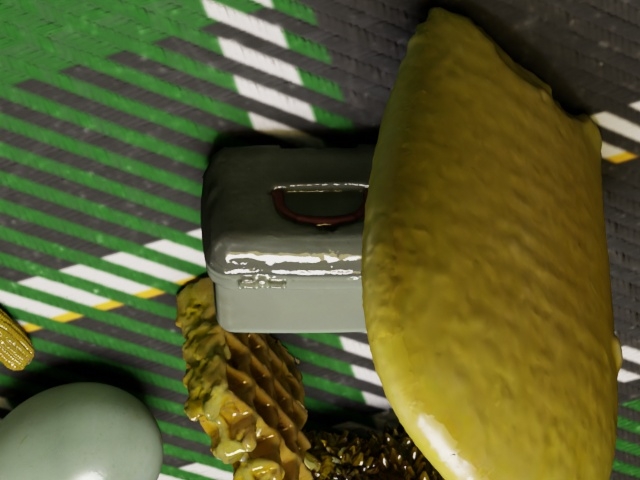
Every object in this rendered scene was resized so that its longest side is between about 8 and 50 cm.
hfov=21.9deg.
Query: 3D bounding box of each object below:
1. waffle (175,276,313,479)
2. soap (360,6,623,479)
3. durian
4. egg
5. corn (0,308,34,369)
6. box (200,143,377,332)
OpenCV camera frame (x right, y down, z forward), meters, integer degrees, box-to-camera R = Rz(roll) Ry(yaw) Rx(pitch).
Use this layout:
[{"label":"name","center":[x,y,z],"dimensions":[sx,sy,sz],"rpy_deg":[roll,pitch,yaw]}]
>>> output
[{"label":"waffle","center":[-0.068,0.151,1.527],"dimensions":[0.055,0.211,0.160],"rpy_deg":[-28,128,16]},{"label":"soap","center":[0.142,0.034,1.328],"dimensions":[0.115,0.427,0.306],"rpy_deg":[-21,131,30]},{"label":"durian","center":[0.072,0.305,1.674],"dimensions":[0.293,0.258,0.258],"rpy_deg":[14,129,1]},{"label":"egg","center":[-0.243,0.216,1.600],"dimensions":[0.192,0.149,0.149],"rpy_deg":[-28,129,16]},{"label":"corn","center":[-0.303,0.087,1.557],"dimensions":[0.037,0.037,0.092],"rpy_deg":[-26,127,15]},{"label":"box","center":[0.000,0.000,1.452],"dimensions":[0.210,0.148,0.129],"rpy_deg":[0,139,-4]}]
